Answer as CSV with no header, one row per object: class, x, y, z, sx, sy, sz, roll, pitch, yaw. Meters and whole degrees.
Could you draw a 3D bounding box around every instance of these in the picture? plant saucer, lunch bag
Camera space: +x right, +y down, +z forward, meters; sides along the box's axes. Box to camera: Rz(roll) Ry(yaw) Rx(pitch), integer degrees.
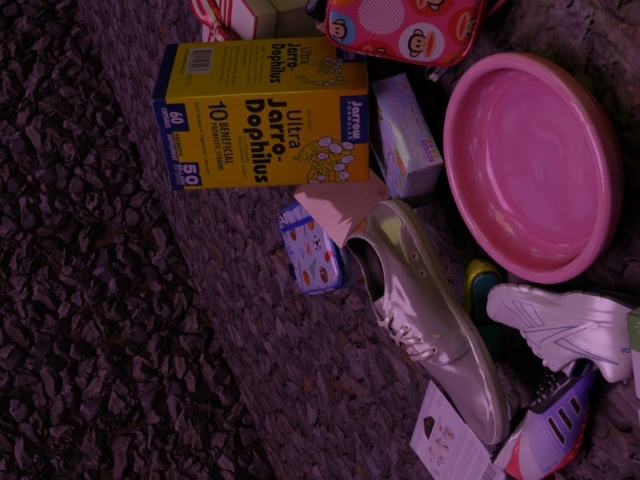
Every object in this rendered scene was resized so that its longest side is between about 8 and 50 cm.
plant saucer,0.305,-0.106,1.080,0.332,0.084,0.332,47,147,44
lunch bag,0.145,-0.391,1.044,0.120,0.258,0.293,-79,0,-52
lunch bag,0.000,0.000,1.797,0.303,0.115,0.243,-16,91,66

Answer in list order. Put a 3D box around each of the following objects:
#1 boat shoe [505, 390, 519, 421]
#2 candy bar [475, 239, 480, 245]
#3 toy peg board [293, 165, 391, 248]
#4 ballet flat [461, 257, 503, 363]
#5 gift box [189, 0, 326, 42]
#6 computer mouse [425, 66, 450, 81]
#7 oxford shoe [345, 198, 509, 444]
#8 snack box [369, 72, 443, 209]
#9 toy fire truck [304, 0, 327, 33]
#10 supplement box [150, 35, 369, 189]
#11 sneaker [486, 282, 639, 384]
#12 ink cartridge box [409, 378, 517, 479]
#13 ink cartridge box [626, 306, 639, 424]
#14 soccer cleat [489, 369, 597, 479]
boat shoe,0.339,0.319,1.388,0.035,0.035,0.100,44,144,46
candy bar,0.259,-0.068,1.290,0.040,0.018,0.161,-3,105,62
toy peg board,0.059,-0.095,1.583,0.161,0.079,0.161,-48,71,18
ballet flat,0.281,0.134,1.347,0.077,0.077,0.231,-107,13,-61
gift box,-0.100,-0.415,1.512,0.255,0.258,0.276,55,151,33
computer mouse,0.171,-0.354,1.232,0.193,0.042,0.106,62,144,20
oxford shoe,0.173,0.145,1.290,0.449,0.130,0.169,63,161,9
snack box,0.142,-0.162,1.322,0.207,0.070,0.174,81,170,-75
toy fire truck,0.061,-0.468,1.235,0.217,0.158,0.246,-47,27,33
supplement box,-0.095,-0.226,1.347,0.195,0.356,0.194,-92,-2,-48
sneaker,0.339,0.129,1.106,0.297,0.111,0.129,-176,93,-67
ink cartridge box,0.291,0.437,1.556,0.239,0.060,0.275,54,152,35
ink cartridge box,0.474,0.191,0.922,0.160,0.092,0.219,18,124,62
soccer cleat,0.382,0.291,1.221,0.116,0.108,0.318,31,134,14
